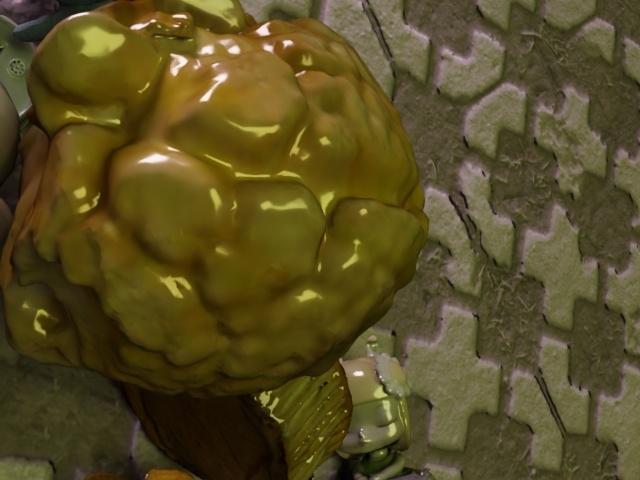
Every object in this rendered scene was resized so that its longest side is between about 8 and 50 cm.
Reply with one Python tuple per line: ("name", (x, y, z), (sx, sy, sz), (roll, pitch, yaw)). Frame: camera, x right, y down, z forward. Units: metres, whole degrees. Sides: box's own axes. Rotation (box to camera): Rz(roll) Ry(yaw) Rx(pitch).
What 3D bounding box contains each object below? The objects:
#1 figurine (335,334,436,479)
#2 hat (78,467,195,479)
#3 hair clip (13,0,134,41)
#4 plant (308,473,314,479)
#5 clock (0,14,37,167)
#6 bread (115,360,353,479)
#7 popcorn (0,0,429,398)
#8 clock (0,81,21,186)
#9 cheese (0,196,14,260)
("figurine", (0.088, 0.323, 1.209), (0.274, 0.226, 0.394), (16, 58, -69))
("hat", (-0.117, 0.346, 1.006), (0.233, 0.244, 0.233), (-3, 93, -53))
("hair clip", (-0.215, -0.312, 0.933), (0.318, 0.392, 0.238), (45, 55, -45))
("plant", (-0.042, 0.270, 1.123), (0.116, 0.122, 0.104), (16, 61, -30))
("clock", (-0.357, -0.171, 0.964), (0.191, 0.062, 0.151), (44, 59, -27))
("bread", (-0.094, 0.160, 1.006), (0.142, 0.253, 0.227), (-41, 136, -33))
("popcorn", (-0.085, -0.026, 0.796), (0.390, 0.354, 0.344), (5, 123, -53))
("clock", (-0.427, -0.007, 0.772), (0.342, 0.184, 0.326), (0, 84, -20))
("cheese", (-0.341, -0.010, 0.959), (0.251, 0.054, 0.127), (8, 82, -39))
